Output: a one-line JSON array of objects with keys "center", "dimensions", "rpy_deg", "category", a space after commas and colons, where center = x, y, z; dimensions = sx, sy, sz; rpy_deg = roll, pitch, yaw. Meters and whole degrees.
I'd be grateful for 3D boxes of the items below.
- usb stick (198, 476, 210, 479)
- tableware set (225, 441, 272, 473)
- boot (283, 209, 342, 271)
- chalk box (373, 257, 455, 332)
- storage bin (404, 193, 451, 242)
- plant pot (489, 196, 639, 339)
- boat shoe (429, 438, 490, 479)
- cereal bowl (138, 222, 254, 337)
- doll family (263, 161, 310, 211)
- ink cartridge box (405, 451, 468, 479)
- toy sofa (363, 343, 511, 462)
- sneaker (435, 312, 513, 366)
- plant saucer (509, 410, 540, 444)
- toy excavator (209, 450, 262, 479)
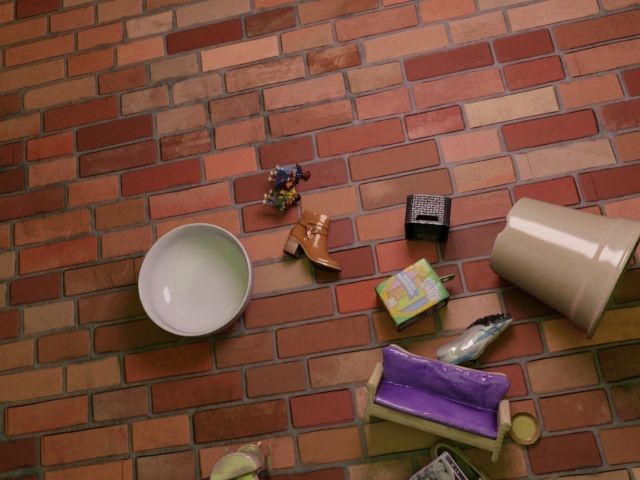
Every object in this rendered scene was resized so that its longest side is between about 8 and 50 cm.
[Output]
[{"center": [-0.387, 0.718, 1.660], "dimensions": [0.277, 0.045, 0.077], "rpy_deg": [-18, 73, 4], "category": "usb stick"}, {"center": [-0.193, 0.659, 1.651], "dimensions": [0.128, 0.039, 0.194], "rpy_deg": [-4, 79, -4], "category": "tableware set"}, {"center": [0.000, 0.000, 1.793], "dimensions": [0.197, 0.073, 0.152], "rpy_deg": [24, 75, 12], "category": "boot"}, {"center": [0.273, 0.141, 1.674], "dimensions": [0.213, 0.132, 0.132], "rpy_deg": [-30, 72, -1], "category": "chalk box"}, {"center": [0.303, -0.059, 1.700], "dimensions": [0.122, 0.180, 0.085], "rpy_deg": [5, 75, 11], "category": "storage bin"}, {"center": [0.626, 0.040, 1.568], "dimensions": [0.305, 0.334, 0.334], "rpy_deg": [26, 80, 26], "category": "plant pot"}, {"center": [0.392, 0.639, 1.525], "dimensions": [0.109, 0.098, 0.302], "rpy_deg": [-38, 72, -3], "category": "boat shoe"}, {"center": [-0.351, 0.125, 1.776], "dimensions": [0.338, 0.141, 0.339], "rpy_deg": [-2, 74, 8], "category": "cereal bowl"}, {"center": [-0.100, -0.167, 1.856], "dimensions": [0.111, 0.076, 0.193], "rpy_deg": [6, 72, 16], "category": "doll family"}, {"center": [0.309, 0.670, 1.507], "dimensions": [0.208, 0.045, 0.206], "rpy_deg": [51, 121, 18], "category": "ink cartridge box"}, {"center": [0.302, 0.410, 1.550], "dimensions": [0.362, 0.150, 0.177], "rpy_deg": [14, 105, 13], "category": "toy sofa"}, {"center": [0.427, 0.277, 1.642], "dimensions": [0.237, 0.085, 0.086], "rpy_deg": [-33, 97, -3], "category": "sneaker"}, {"center": [0.537, 0.494, 1.588], "dimensions": [0.083, 0.015, 0.084], "rpy_deg": [-3, 74, 9], "category": "plant saucer"}, {"center": [-0.217, 0.830, 1.512], "dimensions": [0.445, 0.222, 0.433], "rpy_deg": [-44, 74, -8], "category": "toy excavator"}]
